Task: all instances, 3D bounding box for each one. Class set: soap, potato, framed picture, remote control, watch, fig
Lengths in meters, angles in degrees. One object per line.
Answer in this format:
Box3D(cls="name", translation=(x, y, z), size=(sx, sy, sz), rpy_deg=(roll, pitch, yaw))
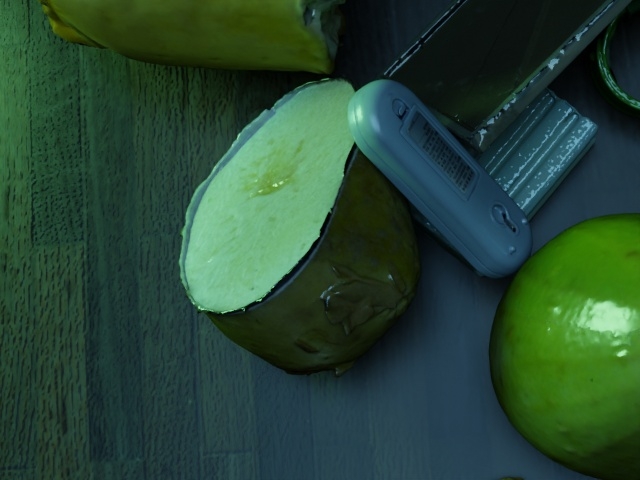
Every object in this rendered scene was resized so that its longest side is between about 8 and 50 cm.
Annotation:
Box3D(cls="soap", translation=(0.191, -0.071, 1.272), size=(0.114, 0.063, 0.198), rpy_deg=(41, 88, 14))
Box3D(cls="potato", translation=(0.000, 0.000, 1.236), size=(0.246, 0.196, 0.300), rpy_deg=(-13, 48, 39))
Box3D(cls="framed picture", translation=(0.215, -0.240, 1.246), size=(0.315, 0.024, 0.232), rpy_deg=(-44, 33, -1))
Box3D(cls="remote control", translation=(0.122, -0.060, 1.163), size=(0.244, 0.047, 0.087), rpy_deg=(44, 45, -17))
Box3D(cls="watch", translation=(0.364, -0.211, 1.245), size=(0.165, 0.131, 0.152), rpy_deg=(-19, 87, 5))
Box3D(cls="fig", translation=(0.299, 0.102, 1.088), size=(0.258, 0.326, 0.258), rpy_deg=(0, 87, -9))

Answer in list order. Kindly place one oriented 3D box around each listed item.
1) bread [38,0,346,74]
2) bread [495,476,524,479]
Box3D(cls="bread", translation=(-0.125, -0.349, 1.290), size=(0.394, 0.250, 0.361), rpy_deg=(3, 68, 13))
Box3D(cls="bread", translation=(0.144, 0.282, 1.221), size=(0.157, 0.044, 0.052), rpy_deg=(-16, 71, 5))
